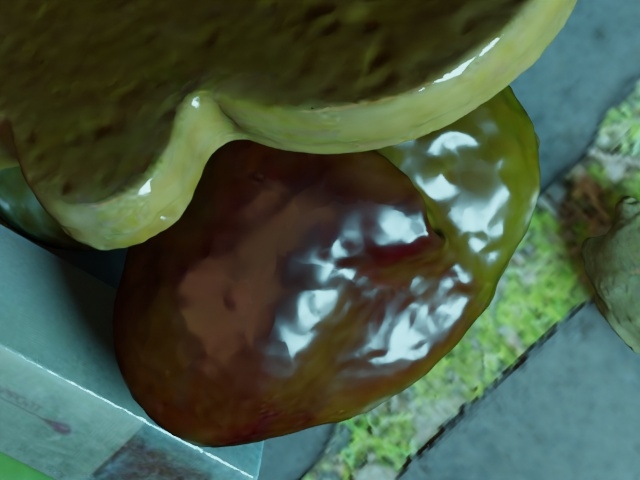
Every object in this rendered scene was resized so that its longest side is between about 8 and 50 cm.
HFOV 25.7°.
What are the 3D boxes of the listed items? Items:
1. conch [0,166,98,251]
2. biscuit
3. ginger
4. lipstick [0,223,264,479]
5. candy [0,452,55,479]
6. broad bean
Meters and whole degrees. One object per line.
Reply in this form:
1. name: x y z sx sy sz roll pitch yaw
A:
1. conch: -0.130 -0.052 0.737 0.173 0.106 0.116 33 101 29
2. biscuit: -0.053 -0.125 0.642 0.355 0.052 0.275 -9 60 14
3. ginger: 0.197 0.044 0.645 0.173 0.051 0.069 27 118 11
4. lipstick: -0.197 0.028 0.691 0.371 0.079 0.076 31 128 -21
5. candy: -0.272 0.065 0.800 0.343 0.132 0.142 41 99 13
6. broad bean: 0.001 0.002 0.661 0.228 0.122 0.156 -38 82 9
